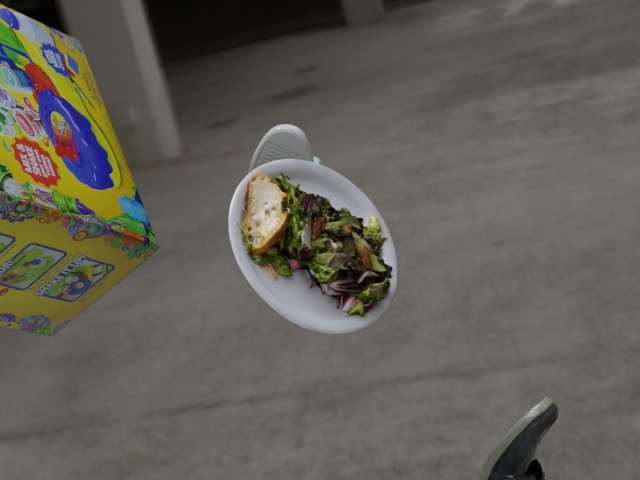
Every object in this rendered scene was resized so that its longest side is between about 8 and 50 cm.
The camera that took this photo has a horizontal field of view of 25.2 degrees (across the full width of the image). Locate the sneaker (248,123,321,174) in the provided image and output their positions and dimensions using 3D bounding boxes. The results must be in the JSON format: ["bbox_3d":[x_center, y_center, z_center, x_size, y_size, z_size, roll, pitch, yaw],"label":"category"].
[{"bbox_3d":[-0.042,-0.100,2.079,0.094,0.256,0.151,8,46,8],"label":"sneaker"}]

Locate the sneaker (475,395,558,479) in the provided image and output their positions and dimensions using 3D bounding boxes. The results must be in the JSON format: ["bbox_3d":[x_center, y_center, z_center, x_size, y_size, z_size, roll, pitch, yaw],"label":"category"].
[{"bbox_3d":[0.247,0.292,1.669,0.118,0.222,0.083,35,27,17],"label":"sneaker"}]

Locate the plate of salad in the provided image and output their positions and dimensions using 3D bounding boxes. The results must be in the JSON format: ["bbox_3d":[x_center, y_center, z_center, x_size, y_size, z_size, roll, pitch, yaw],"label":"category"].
[{"bbox_3d":[0.000,0.000,1.454,0.200,0.200,0.048,-29,-9,-42],"label":"plate of salad"}]

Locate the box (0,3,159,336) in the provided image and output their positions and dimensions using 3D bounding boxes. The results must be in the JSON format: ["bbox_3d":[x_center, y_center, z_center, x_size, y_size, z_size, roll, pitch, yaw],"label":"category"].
[{"bbox_3d":[-0.353,-0.087,1.434,0.177,0.290,0.279,-37,-30,22],"label":"box"}]
